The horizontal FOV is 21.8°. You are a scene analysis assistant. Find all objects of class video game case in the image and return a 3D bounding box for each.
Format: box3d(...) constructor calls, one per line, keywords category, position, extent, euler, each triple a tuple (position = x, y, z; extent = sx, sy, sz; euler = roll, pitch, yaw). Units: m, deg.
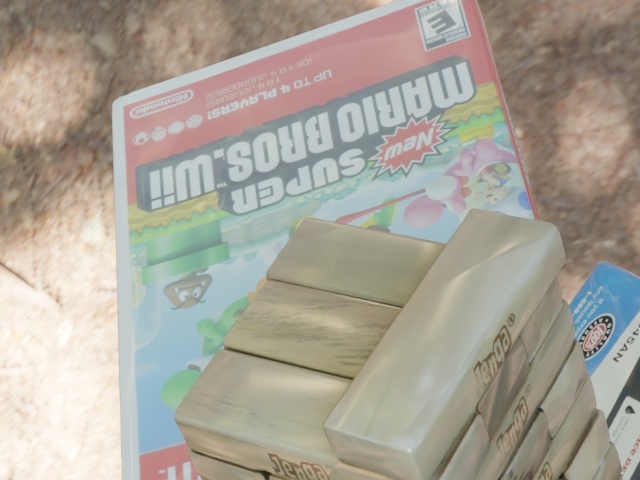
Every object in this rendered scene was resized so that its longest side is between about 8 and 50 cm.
box3d(category="video game case", position=(0.000, 0.000, 0.784), extent=(0.204, 0.025, 0.285), euler=(-18, 45, 9))

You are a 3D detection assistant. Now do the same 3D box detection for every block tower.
box3d(category="block tower", position=(0.056, 0.133, 0.576), extent=(0.091, 0.097, 0.335), euler=(-55, 141, -33))

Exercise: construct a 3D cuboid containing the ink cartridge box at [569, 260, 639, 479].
box3d(category="ink cartridge box", position=(0.281, 0.214, 1.245), extent=(0.166, 0.395, 0.285), euler=(36, 89, -26))
